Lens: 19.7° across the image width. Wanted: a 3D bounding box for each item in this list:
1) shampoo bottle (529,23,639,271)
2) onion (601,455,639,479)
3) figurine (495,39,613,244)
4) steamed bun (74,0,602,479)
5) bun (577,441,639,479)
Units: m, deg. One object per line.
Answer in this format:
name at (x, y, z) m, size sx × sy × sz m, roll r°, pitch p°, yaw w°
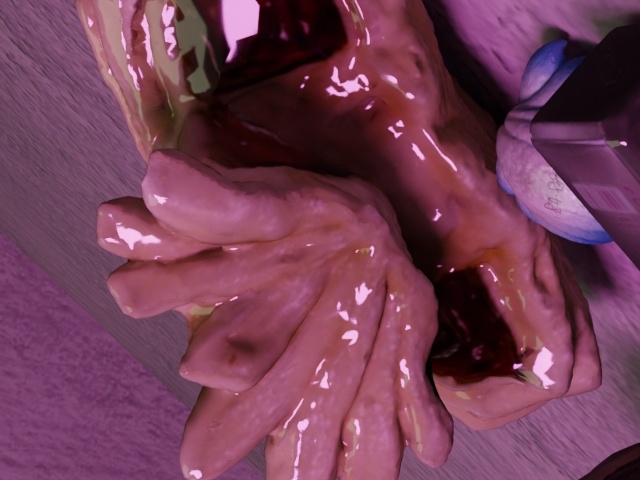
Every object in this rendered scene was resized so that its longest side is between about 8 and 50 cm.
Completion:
shampoo bottle at (0.209, 0.008, 0.876) m, size 0.246 × 0.079 × 0.080 m, roll 47°, pitch 165°, yaw -20°
onion at (0.248, 0.202, 0.790) m, size 0.337 × 0.260 × 0.282 m, roll 63°, pitch -175°, yaw -83°
figurine at (0.140, -0.040, 0.938) m, size 0.114 × 0.079 × 0.114 m, roll 16°, pitch 120°, yaw 28°
steamed bun at (0.000, 0.000, 1.005) m, size 0.428 × 0.247 × 0.189 m, roll 56°, pitch -177°, yaw -31°
bun at (0.248, 0.212, 1.089) m, size 0.281 × 0.281 × 0.205 m, roll 168°, pitch 97°, yaw -72°
